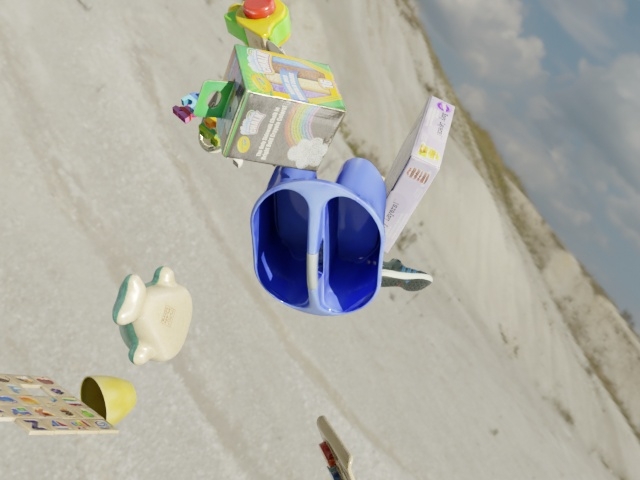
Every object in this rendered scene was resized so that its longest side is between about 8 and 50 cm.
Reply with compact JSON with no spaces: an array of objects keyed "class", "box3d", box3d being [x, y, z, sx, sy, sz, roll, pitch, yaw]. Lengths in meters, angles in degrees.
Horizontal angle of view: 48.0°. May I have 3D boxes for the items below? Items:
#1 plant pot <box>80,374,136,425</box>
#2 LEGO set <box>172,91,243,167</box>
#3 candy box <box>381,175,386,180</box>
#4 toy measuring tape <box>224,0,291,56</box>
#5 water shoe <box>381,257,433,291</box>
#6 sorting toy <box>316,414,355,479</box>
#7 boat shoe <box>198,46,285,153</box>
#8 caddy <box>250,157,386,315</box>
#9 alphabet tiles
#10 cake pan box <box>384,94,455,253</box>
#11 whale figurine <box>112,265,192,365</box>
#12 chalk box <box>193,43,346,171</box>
[{"class":"plant pot","box3d":[-0.492,0.375,1.692,0.095,0.134,0.134,-8,49,-43]},{"class":"LEGO set","box3d":[-0.226,-0.275,1.608,0.227,0.093,0.087,41,-27,20]},{"class":"candy box","box3d":[0.099,-0.112,1.874,0.053,0.109,0.187,35,28,28]},{"class":"toy measuring tape","box3d":[-0.080,-0.428,1.489,0.330,0.121,0.121,40,2,35]},{"class":"water shoe","box3d":[0.213,0.081,1.885,0.203,0.073,0.080,10,52,-38]},{"class":"sorting toy","box3d":[0.064,0.566,1.639,0.307,0.041,0.229,-141,-146,-65]},{"class":"boat shoe","box3d":[-0.191,-0.335,1.673,0.109,0.305,0.091,37,6,-2]},{"class":"caddy","box3d":[0.000,0.000,1.319,0.341,0.241,0.179,90,12,-45]},{"class":"alphabet tiles","box3d":[-0.441,0.234,1.041,0.198,0.009,0.237,22,1,35]},{"class":"cake pan box","box3d":[0.182,-0.135,1.507,0.070,0.266,0.245,26,41,-1]},{"class":"whale figurine","box3d":[-0.375,0.151,1.506,0.141,0.216,0.272,9,-16,16]},{"class":"chalk box","box3d":[-0.090,-0.211,1.131,0.213,0.132,0.132,8,43,-23]}]
